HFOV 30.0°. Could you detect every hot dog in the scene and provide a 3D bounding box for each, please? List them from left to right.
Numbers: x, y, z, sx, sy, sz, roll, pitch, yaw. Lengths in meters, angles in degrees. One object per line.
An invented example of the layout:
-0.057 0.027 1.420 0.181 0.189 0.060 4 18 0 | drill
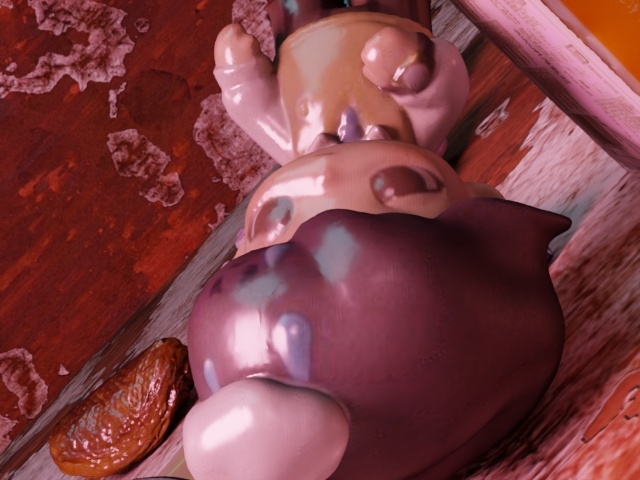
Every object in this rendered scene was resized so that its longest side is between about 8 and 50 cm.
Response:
-0.242 0.215 1.518 0.227 0.099 0.160 -42 11 21 | hot dog

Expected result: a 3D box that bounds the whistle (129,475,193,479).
-0.118 0.237 0.707 0.290 0.163 0.163 -43 10 21 | whistle

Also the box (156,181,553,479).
0.016 0.101 0.903 0.310 0.084 0.198 -49 9 -14 | box

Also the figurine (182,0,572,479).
0.027 -0.029 0.709 0.206 0.218 0.365 97 170 -74 | figurine

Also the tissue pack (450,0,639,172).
0.189 -0.154 0.773 0.124 0.225 0.185 -48 9 -1 | tissue pack

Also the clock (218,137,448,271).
0.000 0.000 1.315 0.295 0.113 0.322 -40 12 31 | clock
